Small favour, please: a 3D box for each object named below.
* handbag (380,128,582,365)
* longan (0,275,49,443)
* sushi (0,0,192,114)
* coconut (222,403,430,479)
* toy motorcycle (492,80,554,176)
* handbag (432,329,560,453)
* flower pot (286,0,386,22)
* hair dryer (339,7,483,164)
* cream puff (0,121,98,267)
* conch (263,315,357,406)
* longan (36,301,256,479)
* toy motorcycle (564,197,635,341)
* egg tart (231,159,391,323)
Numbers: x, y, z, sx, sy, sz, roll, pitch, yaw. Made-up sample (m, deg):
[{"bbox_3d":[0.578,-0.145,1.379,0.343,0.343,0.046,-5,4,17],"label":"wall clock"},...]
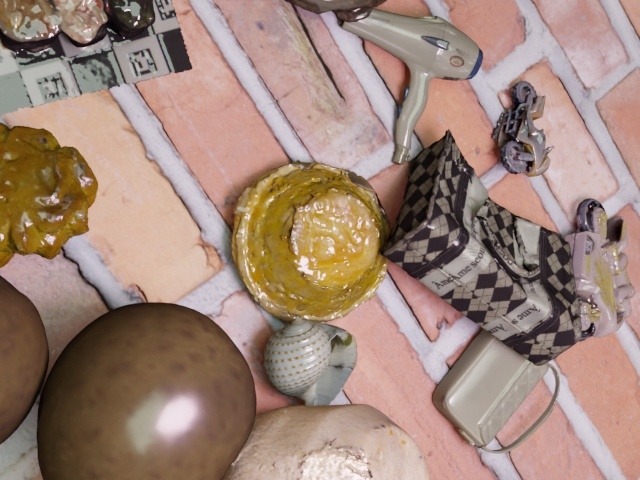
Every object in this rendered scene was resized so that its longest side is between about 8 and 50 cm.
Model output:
[{"bbox_3d":[0.336,0.010,1.747,0.416,0.180,0.317,36,43,-16],"label":"handbag"},{"bbox_3d":[-0.558,0.181,1.286,0.318,0.319,0.319,2,85,-24],"label":"longan"},{"bbox_3d":[-0.417,-0.407,1.502,0.373,0.100,0.296,-19,94,-24],"label":"sushi"},{"bbox_3d":[-0.012,0.449,1.490,0.346,0.360,0.347,29,53,-47],"label":"coconut"},{"bbox_3d":[0.446,-0.230,1.892,0.129,0.094,0.229,28,62,-25],"label":"toy motorcycle"},{"bbox_3d":[0.373,0.312,1.802,0.219,0.079,0.256,46,75,-9],"label":"handbag"},{"bbox_3d":[0.031,-0.564,1.621,0.301,0.302,0.213,16,56,-22],"label":"flower pot"},{"bbox_3d":[0.144,-0.352,1.767,0.296,0.119,0.298,39,84,-11],"label":"hair dryer"},{"bbox_3d":[-0.483,-0.069,1.391,0.244,0.196,0.244,17,55,-26],"label":"cream puff"},{"bbox_3d":[-0.031,0.221,1.614,0.172,0.131,0.200,-29,140,-43],"label":"conch"},{"bbox_3d":[-0.272,0.274,1.367,0.360,0.361,0.361,2,85,-24],"label":"longan"},{"bbox_3d":[0.612,0.082,1.917,0.222,0.107,0.341,30,62,-31],"label":"toy motorcycle"},{"bbox_3d":[0.001,0.000,1.644,0.341,0.132,0.342,2,85,-26],"label":"egg tart"}]
